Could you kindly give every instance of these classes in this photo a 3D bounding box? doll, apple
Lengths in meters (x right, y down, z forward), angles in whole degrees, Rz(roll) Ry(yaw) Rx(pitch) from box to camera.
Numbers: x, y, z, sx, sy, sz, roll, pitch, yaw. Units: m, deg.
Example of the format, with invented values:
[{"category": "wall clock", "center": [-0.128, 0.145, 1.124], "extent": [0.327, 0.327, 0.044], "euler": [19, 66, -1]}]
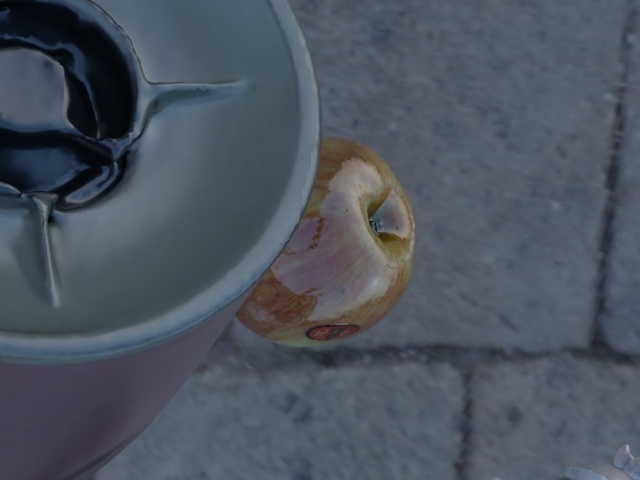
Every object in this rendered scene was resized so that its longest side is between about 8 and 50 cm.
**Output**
[{"category": "doll", "center": [0.210, 0.210, 1.506], "extent": [0.127, 0.073, 0.084], "euler": [-38, 117, -27]}, {"category": "apple", "center": [0.000, 0.000, 1.412], "extent": [0.146, 0.131, 0.146], "euler": [22, 57, -40]}]

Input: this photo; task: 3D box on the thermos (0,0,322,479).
[{"category": "thermos", "center": [-0.099, 0.030, 0.573], "extent": [0.146, 0.265, 0.176], "euler": [-32, 76, -31]}]
